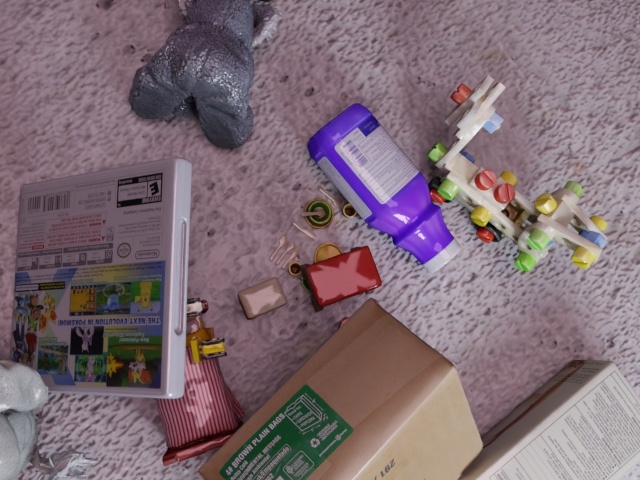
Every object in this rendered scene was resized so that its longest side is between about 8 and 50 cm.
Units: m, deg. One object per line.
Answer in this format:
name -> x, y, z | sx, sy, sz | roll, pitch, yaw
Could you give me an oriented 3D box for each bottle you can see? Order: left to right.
bottle -> 0.106, -0.077, 1.346 | 0.283, 0.092, 0.118 | 49, 60, -2

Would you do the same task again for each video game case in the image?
video game case -> -0.303, 0.055, 1.160 | 0.036, 0.329, 0.300 | 12, 77, -53

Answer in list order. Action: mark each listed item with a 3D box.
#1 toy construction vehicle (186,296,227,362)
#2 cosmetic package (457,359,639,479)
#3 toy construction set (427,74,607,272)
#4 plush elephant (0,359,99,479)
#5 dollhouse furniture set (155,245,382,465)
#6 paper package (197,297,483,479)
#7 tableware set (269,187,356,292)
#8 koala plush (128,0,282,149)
toy construction vehicle -> -0.178, 0.119, 1.135 | 0.098, 0.035, 0.086 | -12, 96, -6
cosmetic package -> 0.355, 0.329, 1.326 | 0.296, 0.129, 0.153 | -34, 91, -15
toy construction set -> 0.282, -0.084, 1.324 | 0.151, 0.215, 0.328 | -37, 91, -15
plush elephant -> -0.461, 0.257, 1.073 | 0.330, 0.255, 0.272 | 13, 74, -2
dollhouse furniture set -> -0.071, 0.154, 1.235 | 0.374, 0.152, 0.201 | -19, 86, -8
paper package -> 0.045, 0.293, 1.168 | 0.325, 0.309, 0.168 | -44, 54, -13
tableware set -> 0.000, 0.000, 1.352 | 0.104, 0.024, 0.154 | 38, 76, -5
koala plush -> -0.158, -0.289, 1.288 | 0.196, 0.203, 0.221 | 21, 67, -9
